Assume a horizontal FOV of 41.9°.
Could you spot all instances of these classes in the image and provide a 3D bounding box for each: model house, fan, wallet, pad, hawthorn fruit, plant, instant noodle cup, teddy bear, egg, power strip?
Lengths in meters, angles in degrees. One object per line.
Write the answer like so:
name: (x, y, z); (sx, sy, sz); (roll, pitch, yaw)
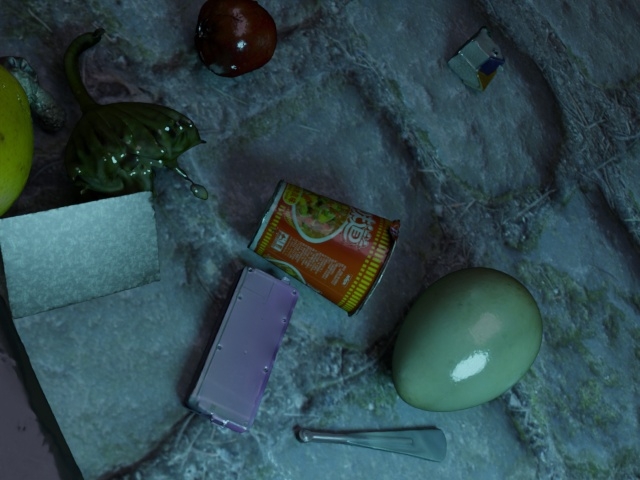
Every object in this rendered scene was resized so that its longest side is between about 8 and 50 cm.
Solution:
model house: (0.347, -0.389, 1.790); (0.100, 0.100, 0.088); (44, 54, -5)
fan: (0.090, 0.336, 1.383); (0.282, 0.023, 0.057); (8, 74, -24)
wallet: (-0.456, 0.227, 1.135); (0.165, 0.042, 0.309); (-20, 79, -34)
pad: (-0.351, 0.018, 1.243); (0.235, 0.003, 0.158); (-15, 118, -31)
hawthorn fruit: (-0.143, -0.367, 1.505); (0.172, 0.148, 0.148); (-6, 71, -41)
plant: (-0.357, -0.178, 1.341); (0.333, 0.180, 0.251); (38, 38, 24)
instant noodle cup: (0.000, 0.000, 1.399); (0.212, 0.193, 0.193); (27, 58, -6)
teddy bear: (-0.496, -0.236, 1.278); (0.213, 0.111, 0.133); (41, 52, -7)
egg: (0.241, 0.174, 1.419); (0.295, 0.218, 0.218); (-39, 89, -20)
power strip: (-0.122, 0.169, 1.336); (0.109, 0.037, 0.279); (28, 59, -14)

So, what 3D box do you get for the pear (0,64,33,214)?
pear: (-0.543, -0.117, 1.101); (0.336, 0.285, 0.285); (-39, 89, -32)
